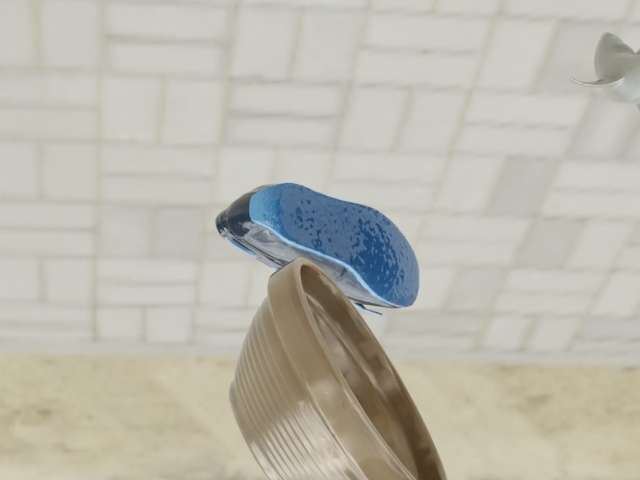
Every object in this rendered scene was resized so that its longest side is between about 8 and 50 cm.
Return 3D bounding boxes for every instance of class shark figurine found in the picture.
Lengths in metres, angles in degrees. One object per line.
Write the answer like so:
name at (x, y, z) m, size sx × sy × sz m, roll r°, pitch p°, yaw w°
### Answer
shark figurine at (0.327, -0.193, 1.892) m, size 0.116 × 0.166 × 0.278 m, roll 0°, pitch 165°, yaw -10°

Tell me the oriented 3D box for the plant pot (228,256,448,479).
plant pot at (0.000, 0.139, 1.455) m, size 0.109 × 0.237 × 0.237 m, roll -31°, pitch 146°, yaw 9°

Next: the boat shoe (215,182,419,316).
boat shoe at (0.000, 0.000, 1.756) m, size 0.089 × 0.109 × 0.258 m, roll -13°, pitch 148°, yaw 36°
